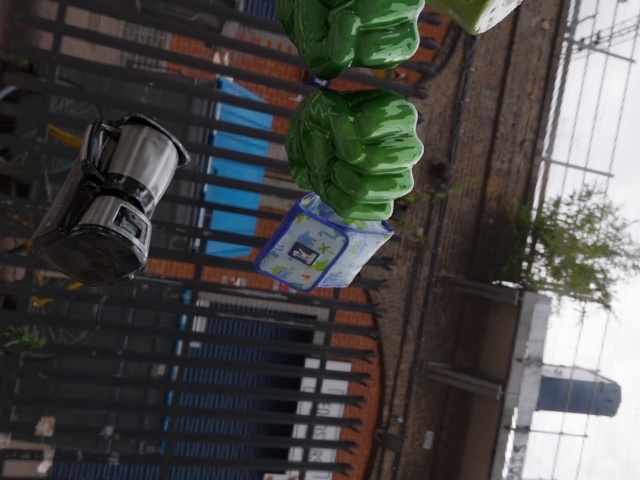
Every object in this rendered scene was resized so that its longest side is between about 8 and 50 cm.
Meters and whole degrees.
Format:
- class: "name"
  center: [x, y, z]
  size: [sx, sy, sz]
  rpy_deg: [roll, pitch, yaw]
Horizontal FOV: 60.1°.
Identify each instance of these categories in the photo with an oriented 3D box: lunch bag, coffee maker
- class: "lunch bag"
  center: [0.000, 0.000, 0.746]
  size: [0.128, 0.151, 0.096]
  rpy_deg: [-53, -133, 35]
- class: "coffee maker"
  center: [-0.252, -0.038, 0.659]
  size: [0.171, 0.120, 0.178]
  rpy_deg: [-39, -148, 46]

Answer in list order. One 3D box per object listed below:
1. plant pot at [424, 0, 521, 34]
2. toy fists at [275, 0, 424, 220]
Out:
- class: "plant pot"
  center: [0.165, -0.478, 0.729]
  size: [0.366, 0.353, 0.366]
  rpy_deg: [-43, 175, -4]
- class: "toy fists"
  center: [0.026, -0.153, 0.526]
  size: [0.142, 0.096, 0.279]
  rpy_deg: [21, -59, 47]
